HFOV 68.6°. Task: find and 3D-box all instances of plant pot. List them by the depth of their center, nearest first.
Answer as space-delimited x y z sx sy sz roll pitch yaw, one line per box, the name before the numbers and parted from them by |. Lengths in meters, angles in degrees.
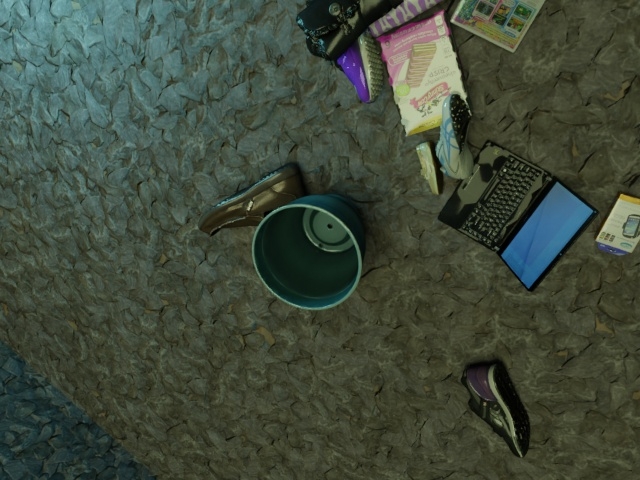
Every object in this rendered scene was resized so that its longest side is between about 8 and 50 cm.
plant pot | 0.000 0.000 1.213 0.271 0.255 0.271 6 113 15

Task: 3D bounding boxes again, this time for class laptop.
laptop | 0.436 -0.058 1.084 0.264 0.136 0.234 32 119 8

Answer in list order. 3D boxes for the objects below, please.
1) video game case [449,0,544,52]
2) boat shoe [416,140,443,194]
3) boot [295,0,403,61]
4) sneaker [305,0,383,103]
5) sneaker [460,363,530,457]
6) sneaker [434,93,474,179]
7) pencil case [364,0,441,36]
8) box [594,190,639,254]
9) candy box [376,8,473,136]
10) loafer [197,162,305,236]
video game case | 0.374 -0.494 0.976 0.157 0.019 0.143 22 119 -7
boat shoe | 0.270 -0.177 1.158 0.045 0.050 0.135 -5 107 37
boot | 0.026 -0.531 0.983 0.207 0.094 0.246 -33 97 19
sneaker | 0.047 -0.454 1.107 0.146 0.102 0.293 -15 97 27
sneaker | 0.489 0.472 1.315 0.124 0.107 0.283 -17 100 42
sneaker | 0.292 -0.225 1.054 0.086 0.085 0.237 15 152 30
pencil case | 0.185 -0.529 1.022 0.206 0.086 0.088 -19 132 26
box | 0.683 -0.034 1.056 0.081 0.028 0.136 21 120 13
candy box | 0.241 -0.376 1.072 0.159 0.071 0.233 -14 105 26
loafer | -0.196 -0.085 1.332 0.366 0.134 0.130 -25 102 28
